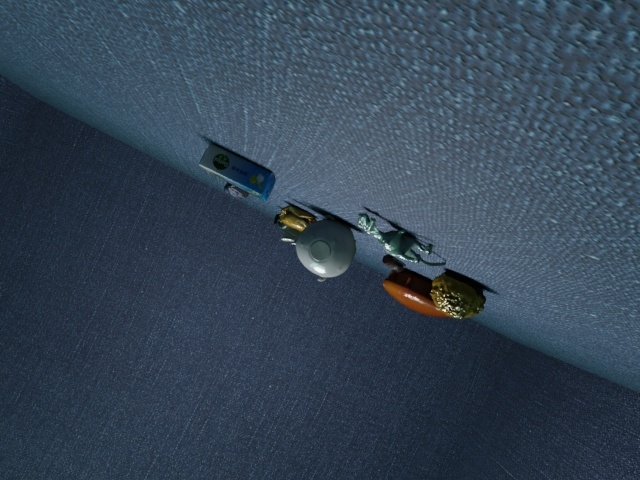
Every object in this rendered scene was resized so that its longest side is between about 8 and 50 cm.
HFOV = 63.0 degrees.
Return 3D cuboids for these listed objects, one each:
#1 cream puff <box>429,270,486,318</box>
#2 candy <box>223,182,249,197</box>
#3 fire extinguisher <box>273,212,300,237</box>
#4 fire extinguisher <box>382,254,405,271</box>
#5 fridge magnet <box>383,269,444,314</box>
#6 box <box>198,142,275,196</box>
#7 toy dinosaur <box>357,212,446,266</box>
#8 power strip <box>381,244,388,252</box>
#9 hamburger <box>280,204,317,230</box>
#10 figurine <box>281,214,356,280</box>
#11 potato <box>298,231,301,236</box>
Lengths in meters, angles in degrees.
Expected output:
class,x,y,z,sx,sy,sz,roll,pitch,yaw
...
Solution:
class,x,y,z,sx,sy,sz,roll,pitch,yaw
cream puff,0.432,0.183,1.658,0.189,0.130,0.189,27,175,2
candy,-0.353,-0.219,2.221,0.088,0.061,0.312,30,176,-15
fire extinguisher,-0.132,-0.066,2.560,0.095,0.115,0.311,-22,149,27
fire extinguisher,0.312,0.100,2.186,0.064,0.043,0.158,-24,151,25
fridge magnet,0.466,0.255,2.454,0.363,0.155,0.363,26,177,1
box,-0.229,-0.190,1.478,0.194,0.073,0.139,27,178,1
toy dinosaur,0.242,0.033,1.327,0.383,0.076,0.129,33,180,-37
power strip,0.226,0.022,1.664,0.047,0.030,0.191,26,177,18
hamburger,-0.087,-0.084,2.080,0.147,0.083,0.138,23,173,7
figurine,0.000,0.000,1.895,0.274,0.227,0.394,13,-170,6
potato,0.025,0.016,2.313,0.248,0.144,0.169,16,165,17
